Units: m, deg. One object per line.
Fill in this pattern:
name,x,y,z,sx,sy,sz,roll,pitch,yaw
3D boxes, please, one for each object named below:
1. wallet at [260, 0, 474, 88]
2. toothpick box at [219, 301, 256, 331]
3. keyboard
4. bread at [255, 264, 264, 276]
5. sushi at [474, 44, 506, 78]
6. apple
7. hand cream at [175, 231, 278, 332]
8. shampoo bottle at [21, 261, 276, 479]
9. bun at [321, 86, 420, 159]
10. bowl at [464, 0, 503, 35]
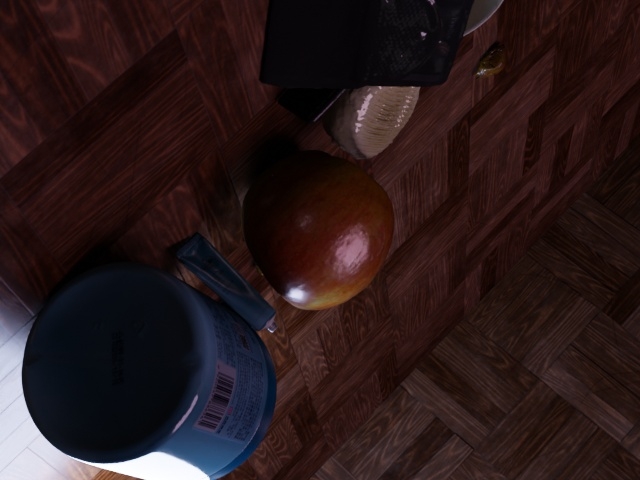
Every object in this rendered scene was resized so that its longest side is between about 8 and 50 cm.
wallet,0.075,-0.337,1.750,0.323,0.041,0.247,2,137,-9
toothpick box,-0.192,0.216,2.246,0.120,0.120,0.184,-30,147,-41
keyboard,0.010,-0.278,1.875,0.381,0.103,0.041,-53,143,0
bread,-0.092,0.009,2.206,0.052,0.044,0.157,-20,143,-46
sushi,0.392,-0.403,2.471,0.099,0.050,0.047,-40,164,2
apple,0.005,-0.028,1.990,0.301,0.301,0.301,-41,156,-22
hand cream,-0.161,0.082,1.954,0.048,0.224,0.083,-43,-174,43
shampoo bottle,-0.278,0.231,1.825,0.331,0.331,0.342,-49,157,-3
bun,0.080,-0.263,1.987,0.220,0.134,0.220,-38,148,-30
bowl,0.163,-0.461,1.753,0.277,0.145,0.277,-5,142,-4
